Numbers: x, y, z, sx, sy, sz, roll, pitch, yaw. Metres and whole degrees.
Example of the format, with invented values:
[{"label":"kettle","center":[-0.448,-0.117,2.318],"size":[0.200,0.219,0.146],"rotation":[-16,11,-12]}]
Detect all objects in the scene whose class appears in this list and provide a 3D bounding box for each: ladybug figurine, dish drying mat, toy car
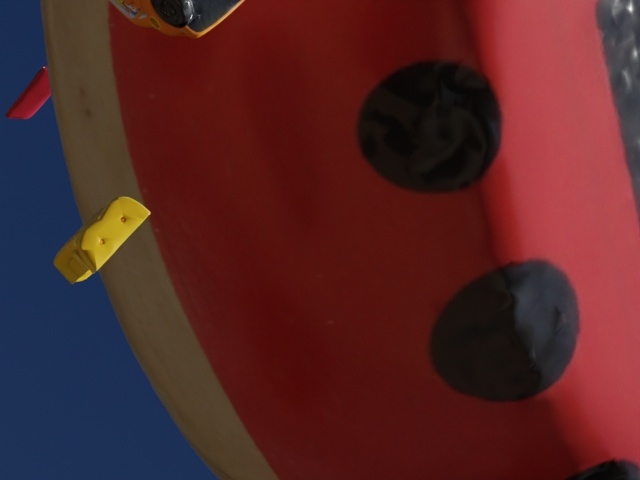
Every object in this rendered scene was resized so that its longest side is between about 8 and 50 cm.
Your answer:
[{"label":"ladybug figurine","center":[0.062,-0.054,0.689],"size":[0.162,0.305,0.449],"rotation":[16,-48,46]},{"label":"dish drying mat","center":[-0.285,-0.149,1.882],"size":[0.083,0.032,0.008],"rotation":[-44,-124,39]},{"label":"toy car","center":[-0.062,-0.049,0.505],"size":[0.060,0.122,0.040],"rotation":[31,-27,-15]}]
